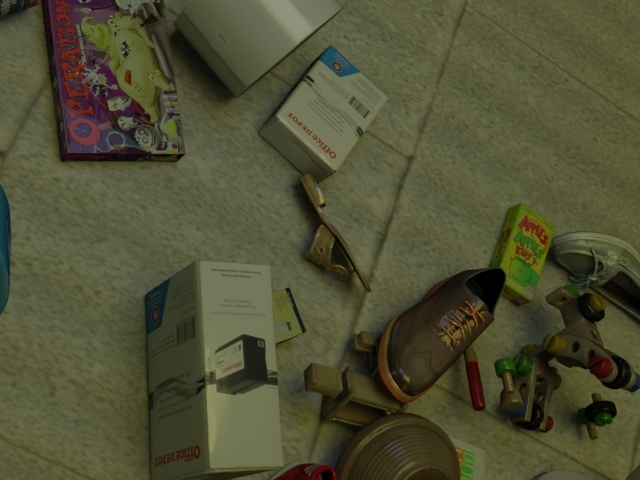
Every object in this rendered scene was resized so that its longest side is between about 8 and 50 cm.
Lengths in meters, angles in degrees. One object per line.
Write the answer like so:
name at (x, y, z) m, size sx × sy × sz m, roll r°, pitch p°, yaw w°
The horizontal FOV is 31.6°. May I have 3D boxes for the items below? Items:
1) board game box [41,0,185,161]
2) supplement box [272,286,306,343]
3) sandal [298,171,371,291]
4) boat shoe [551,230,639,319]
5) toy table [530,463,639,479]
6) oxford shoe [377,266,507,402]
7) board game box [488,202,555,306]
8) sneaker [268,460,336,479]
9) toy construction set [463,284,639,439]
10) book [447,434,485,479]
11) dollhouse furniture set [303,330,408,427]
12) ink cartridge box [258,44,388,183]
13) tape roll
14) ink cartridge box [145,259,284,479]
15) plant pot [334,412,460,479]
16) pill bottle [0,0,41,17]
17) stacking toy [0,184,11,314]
board game box at (-0.348, -0.301, 1.889) m, size 0.208 × 0.056 × 0.346 m, roll -4°, pitch 76°, yaw -27°
supplement box at (-0.083, 0.133, 1.892) m, size 0.083 × 0.056 × 0.083 m, roll -18°, pitch 83°, yaw -33°
sandal at (0.000, 0.001, 1.988) m, size 0.079 × 0.088 × 0.240 m, roll -27°, pitch 80°, yaw -2°
boat shoe at (0.593, 0.077, 2.269) m, size 0.320 × 0.118 × 0.103 m, roll 29°, pitch 57°, yaw -27°
toy table at (0.521, 0.518, 2.055) m, size 0.274 × 0.161 × 0.252 m, roll 26°, pitch 63°, yaw -22°
oxford shoe at (0.215, 0.145, 1.963) m, size 0.130 × 0.133 × 0.363 m, roll 49°, pitch 41°, yaw -6°
board game box at (0.390, 0.026, 2.208) m, size 0.092 × 0.043 × 0.181 m, roll 33°, pitch 61°, yaw -17°
sneaker at (-0.067, 0.411, 1.768) m, size 0.221 × 0.128 × 0.087 m, roll -38°, pitch 95°, yaw -34°
toy construction set at (0.409, 0.204, 2.087) m, size 0.309 × 0.257 × 0.237 m, roll 5°, pitch 54°, yaw -18°
book at (0.222, 0.394, 2.002) m, size 0.144 × 0.035 × 0.096 m, roll 24°, pitch 60°, yaw -20°
dollhouse furniture set at (0.037, 0.227, 1.932) m, size 0.182 × 0.101 × 0.161 m, roll 19°, pitch 41°, yaw -23°
ink cartridge box at (0.005, -0.226, 2.043) m, size 0.148 × 0.086 × 0.203 m, roll 42°, pitch 59°, yaw -11°
tape roll at (-0.106, -0.384, 1.937) m, size 0.169 × 0.246 × 0.246 m, roll 51°, pitch 57°, yaw -7°
ink cartridge box at (-0.167, 0.206, 1.720) m, size 0.129 × 0.223 × 0.307 m, roll 5°, pitch 72°, yaw -30°
plant pot at (0.144, 0.411, 1.852) m, size 0.237 × 0.110 × 0.237 m, roll -5°, pitch 101°, yaw -26°
pill bottle at (-0.537, -0.395, 1.772) m, size 0.180 × 0.108 × 0.108 m, roll -29°, pitch 90°, yaw -33°
stacking toy at (-0.594, 0.012, 1.599) m, size 0.302 × 0.175 × 0.165 m, roll -2°, pitch 45°, yaw -13°
